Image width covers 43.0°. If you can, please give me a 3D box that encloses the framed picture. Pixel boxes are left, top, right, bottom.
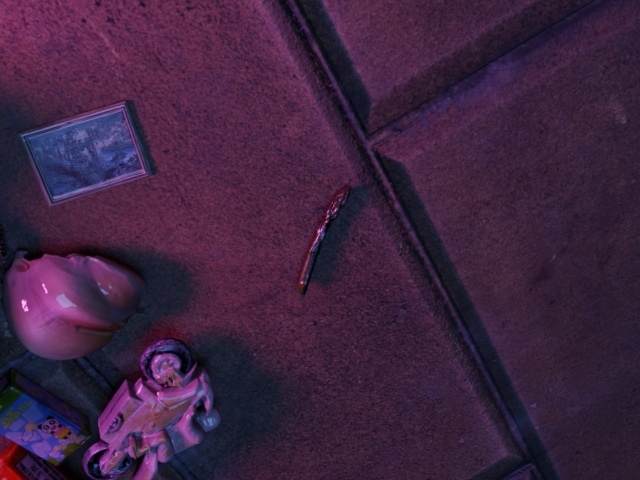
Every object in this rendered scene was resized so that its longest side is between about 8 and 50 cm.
[{"bbox_3d":[-0.387,-0.142,1.350,0.183,0.011,0.142,-18,121,-8],"label":"framed picture"}]

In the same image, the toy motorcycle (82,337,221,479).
[{"bbox_3d":[-0.308,0.347,1.578,0.223,0.108,0.341,26,105,-31],"label":"toy motorcycle"}]

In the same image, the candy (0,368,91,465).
[{"bbox_3d":[-0.534,0.334,1.520,0.097,0.062,0.194,-41,122,7],"label":"candy"}]

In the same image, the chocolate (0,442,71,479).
[{"bbox_3d":[-0.574,0.535,1.537,0.235,0.108,0.237,-42,91,6],"label":"chocolate"}]

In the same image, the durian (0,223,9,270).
[{"bbox_3d":[-0.556,0.007,1.348,0.066,0.052,0.130,-21,122,-4],"label":"durian"}]

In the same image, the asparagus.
[{"bbox_3d":[0.001,0.000,1.544,0.034,0.027,0.236,13,111,-29],"label":"asparagus"}]

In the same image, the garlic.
[{"bbox_3d":[-0.442,0.116,1.413,0.228,0.110,0.217,29,108,-29],"label":"garlic"}]
